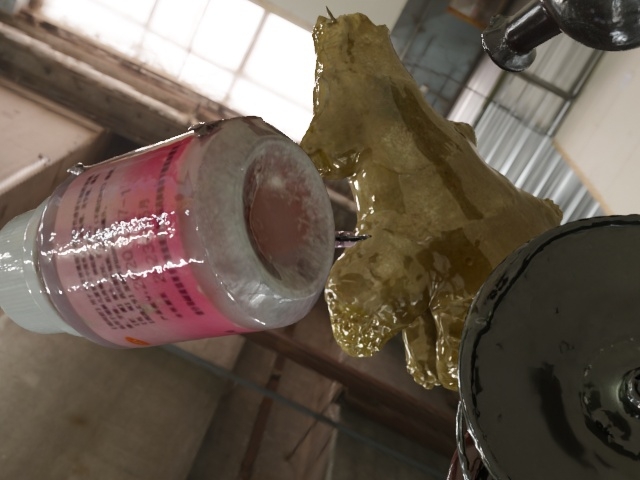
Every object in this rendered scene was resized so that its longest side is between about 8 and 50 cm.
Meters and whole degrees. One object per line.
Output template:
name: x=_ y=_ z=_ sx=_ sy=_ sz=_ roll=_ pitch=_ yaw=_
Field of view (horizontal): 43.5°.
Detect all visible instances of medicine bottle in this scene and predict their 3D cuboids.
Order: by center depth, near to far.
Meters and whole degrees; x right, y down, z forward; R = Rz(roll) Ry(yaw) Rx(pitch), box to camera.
medicine bottle: x=-0.121 y=0.005 z=0.574 sx=0.247 sy=0.147 sz=0.147 roll=-12 pitch=174 yaw=34

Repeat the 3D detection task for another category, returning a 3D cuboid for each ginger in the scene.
ginger: x=0.076 y=-0.016 z=0.745 sx=0.375 sy=0.236 sz=0.166 roll=45 pitch=180 yaw=7

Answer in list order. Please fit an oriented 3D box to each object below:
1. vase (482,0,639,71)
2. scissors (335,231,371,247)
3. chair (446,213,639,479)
vase: x=0.199 y=-0.191 z=0.632 sx=0.120 sy=0.120 sz=0.183 roll=22 pitch=162 yaw=-19
scissors: x=0.000 y=0.000 z=0.626 sx=0.039 sy=0.012 sz=0.113 roll=0 pitch=178 yaw=-35
chair: x=0.208 y=0.180 z=0.608 sx=0.227 sy=0.226 sz=0.401 roll=38 pitch=160 yaw=27
